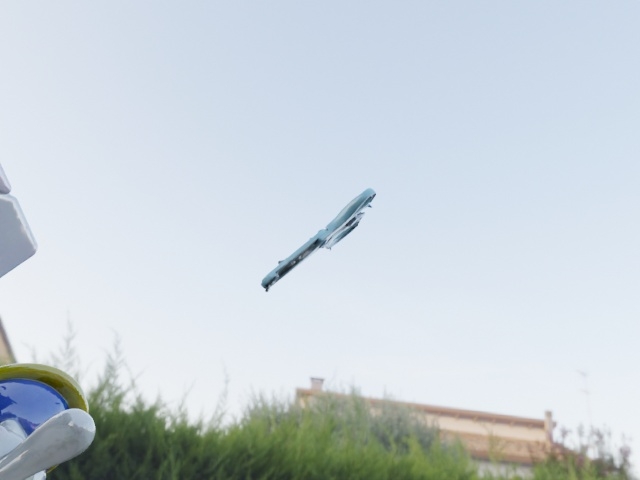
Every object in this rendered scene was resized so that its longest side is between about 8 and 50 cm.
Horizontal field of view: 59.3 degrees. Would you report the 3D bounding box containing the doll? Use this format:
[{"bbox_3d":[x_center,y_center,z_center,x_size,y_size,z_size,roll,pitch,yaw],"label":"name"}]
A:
[{"bbox_3d":[-0.408,0.275,0.654,0.242,0.311,0.160,32,-37,55],"label":"doll"}]

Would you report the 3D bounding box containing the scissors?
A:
[{"bbox_3d":[0.000,0.000,1.213,0.032,0.393,0.180,42,-44,11],"label":"scissors"}]

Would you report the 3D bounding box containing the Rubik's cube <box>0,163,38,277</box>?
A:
[{"bbox_3d":[-0.531,-0.063,0.510,0.315,0.322,0.319,15,-49,24],"label":"Rubik's cube"}]
